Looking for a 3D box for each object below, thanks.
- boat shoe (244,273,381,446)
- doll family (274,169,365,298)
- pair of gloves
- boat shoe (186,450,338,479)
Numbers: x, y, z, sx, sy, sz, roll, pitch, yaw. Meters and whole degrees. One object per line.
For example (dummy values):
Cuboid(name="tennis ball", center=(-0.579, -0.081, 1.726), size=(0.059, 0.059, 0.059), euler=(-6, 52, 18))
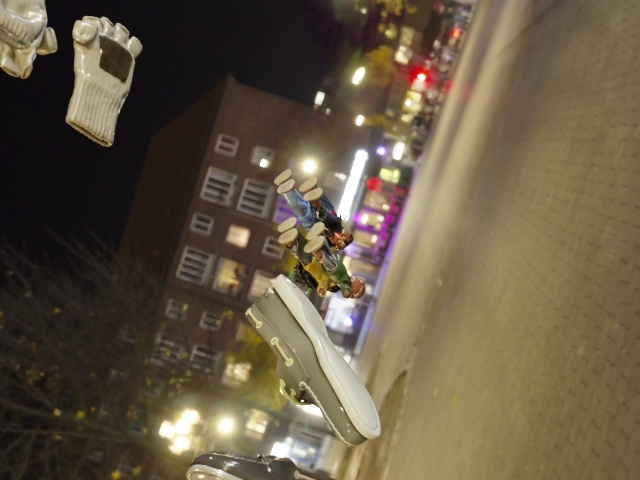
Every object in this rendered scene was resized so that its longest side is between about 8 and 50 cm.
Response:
Cuboid(name="boat shoe", center=(-0.017, 0.176, 1.150), size=(0.091, 0.305, 0.109), euler=(-39, -43, 5))
Cuboid(name="doll family", center=(0.000, 0.000, 0.906), size=(0.111, 0.076, 0.193), euler=(50, -155, -35))
Cuboid(name="pair of gloves", center=(-0.339, -0.262, 1.077), size=(0.042, 0.240, 0.204), euler=(-23, 45, 30))
Cuboid(name="boat shoe", center=(-0.027, 0.356, 1.141), size=(0.112, 0.335, 0.095), euler=(-43, 22, 45))
